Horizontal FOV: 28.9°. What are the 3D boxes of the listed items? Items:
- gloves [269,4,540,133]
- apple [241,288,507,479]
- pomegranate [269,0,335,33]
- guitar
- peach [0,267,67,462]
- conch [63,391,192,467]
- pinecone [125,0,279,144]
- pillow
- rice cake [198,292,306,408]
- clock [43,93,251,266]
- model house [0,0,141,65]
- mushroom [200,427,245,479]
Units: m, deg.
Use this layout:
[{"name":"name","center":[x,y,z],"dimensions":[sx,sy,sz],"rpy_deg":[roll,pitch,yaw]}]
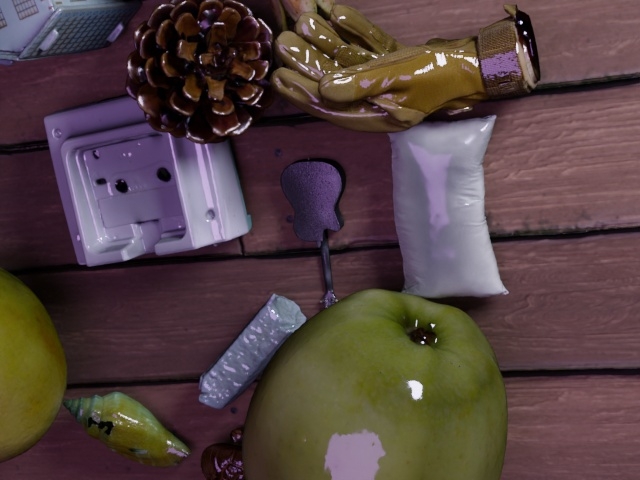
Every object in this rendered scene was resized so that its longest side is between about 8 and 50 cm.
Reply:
[{"name":"gloves","center":[0.103,-0.208,1.530],"dimensions":[0.331,0.154,0.141],"rpy_deg":[-6,144,9]},{"name":"apple","center":[0.069,0.242,1.588],"dimensions":[0.357,0.357,0.357],"rpy_deg":[6,108,19]},{"name":"pomegranate","center":[-0.066,-0.394,1.523],"dimensions":[0.236,0.236,0.302],"rpy_deg":[-10,114,23]},{"name":"guitar","center":[0.000,0.000,1.713],"dimensions":[0.088,0.025,0.233],"rpy_deg":[-2,105,20]},{"name":"peach","center":[-0.520,0.179,1.819],"dimensions":[0.281,0.314,0.315],"rpy_deg":[-14,102,8]},{"name":"conch","center":[-0.298,0.287,1.890],"dimensions":[0.201,0.079,0.095],"rpy_deg":[39,134,-4]},{"name":"pinecone","center":[-0.145,-0.219,1.571],"dimensions":[0.208,0.208,0.208],"rpy_deg":[6,108,19]},{"name":"pillow","center":[0.164,-0.044,1.611],"dimensions":[0.144,0.078,0.254],"rpy_deg":[-2,105,15]},{"name":"rice cake","center":[-0.099,0.158,1.777],"dimensions":[0.063,0.069,0.206],"rpy_deg":[44,113,5]},{"name":"clock","center":[-0.252,-0.088,1.732],"dimensions":[0.262,0.116,0.231],"rpy_deg":[-9,102,21]},{"name":"model house","center":[-0.375,-0.348,1.643],"dimensions":[0.198,0.224,0.215],"rpy_deg":[-15,97,21]},{"name":"mushroom","center":[-0.116,0.339,1.827],"dimensions":[0.126,0.085,0.109],"rpy_deg":[-3,106,27]}]
